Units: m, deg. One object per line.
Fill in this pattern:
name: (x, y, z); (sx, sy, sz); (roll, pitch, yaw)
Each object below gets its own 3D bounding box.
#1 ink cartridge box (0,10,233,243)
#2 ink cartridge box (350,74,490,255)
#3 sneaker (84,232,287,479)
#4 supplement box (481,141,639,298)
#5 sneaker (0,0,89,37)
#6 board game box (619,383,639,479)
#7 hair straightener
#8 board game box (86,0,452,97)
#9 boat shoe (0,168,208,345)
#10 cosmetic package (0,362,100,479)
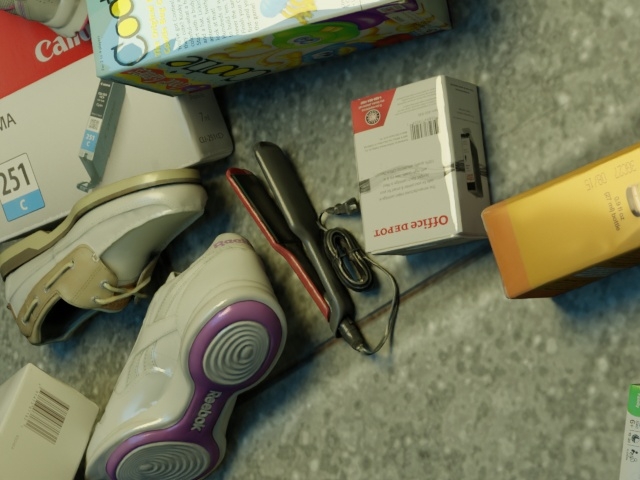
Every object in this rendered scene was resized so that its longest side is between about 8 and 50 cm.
ink cartridge box: (-0.254, -0.161, 1.382); (0.296, 0.066, 0.261); (-19, 90, 33)
ink cartridge box: (0.085, -0.060, 1.156); (0.099, 0.056, 0.135); (-12, 79, 37)
sneaker: (-0.129, 0.125, 1.301); (0.305, 0.114, 0.152); (-52, 32, 28)
supplement box: (0.240, -0.027, 1.020); (0.233, 0.080, 0.078); (-25, 73, 36)
sneaker: (-0.325, -0.285, 1.359); (0.252, 0.111, 0.103); (27, 97, 41)
board game box: (0.282, 0.213, 0.995); (0.136, 0.035, 0.201); (6, 90, 38)
hair straightener: (0.000, 0.000, 1.224); (0.089, 0.047, 0.230); (-44, 62, 28)
board game box: (-0.047, -0.226, 1.168); (0.275, 0.142, 0.144); (-11, 85, 20)
boat shoe: (-0.208, 0.020, 1.355); (0.302, 0.113, 0.103); (-28, 71, 45)
cosmetic package: (-0.370, 0.332, 1.289); (0.284, 0.097, 0.377); (-32, 30, 39)
